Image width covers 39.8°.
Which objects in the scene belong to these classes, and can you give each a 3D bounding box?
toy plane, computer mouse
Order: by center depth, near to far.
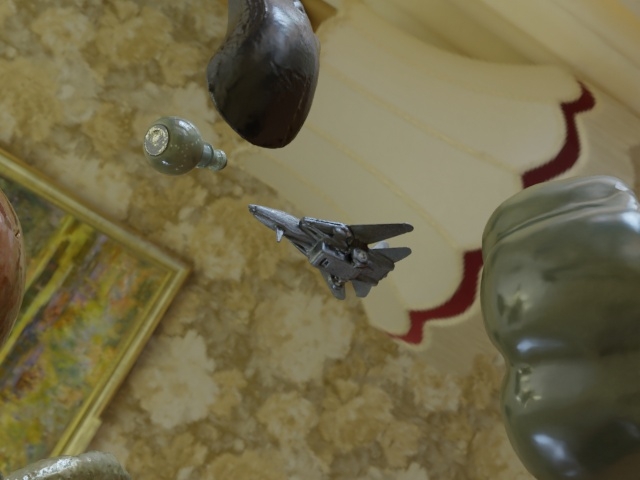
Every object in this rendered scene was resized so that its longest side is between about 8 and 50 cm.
[{"bbox_3d":[-0.049,-0.224,1.054,0.088,0.147,0.264,-31,39,31],"label":"computer mouse"},{"bbox_3d":[0.001,0.009,1.427,0.212,0.267,0.088,-47,34,36],"label":"toy plane"}]

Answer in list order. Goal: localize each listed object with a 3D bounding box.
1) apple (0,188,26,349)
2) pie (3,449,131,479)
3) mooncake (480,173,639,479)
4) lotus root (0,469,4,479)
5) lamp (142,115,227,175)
[{"bbox_3d":[-0.319,0.020,0.666,0.188,0.188,0.173,127,154,-45],"label":"apple"},{"bbox_3d":[-0.369,0.360,1.046,0.339,0.077,0.339,-30,-30,-19],"label":"pie"},{"bbox_3d":[0.209,0.079,0.703,0.135,0.274,0.275,-13,23,15],"label":"mooncake"},{"bbox_3d":[-0.302,0.071,0.460,0.175,0.349,0.175,-23,49,29],"label":"lotus root"},{"bbox_3d":[-0.199,-0.135,1.364,0.091,0.091,0.163,-58,-31,9],"label":"lamp"}]
